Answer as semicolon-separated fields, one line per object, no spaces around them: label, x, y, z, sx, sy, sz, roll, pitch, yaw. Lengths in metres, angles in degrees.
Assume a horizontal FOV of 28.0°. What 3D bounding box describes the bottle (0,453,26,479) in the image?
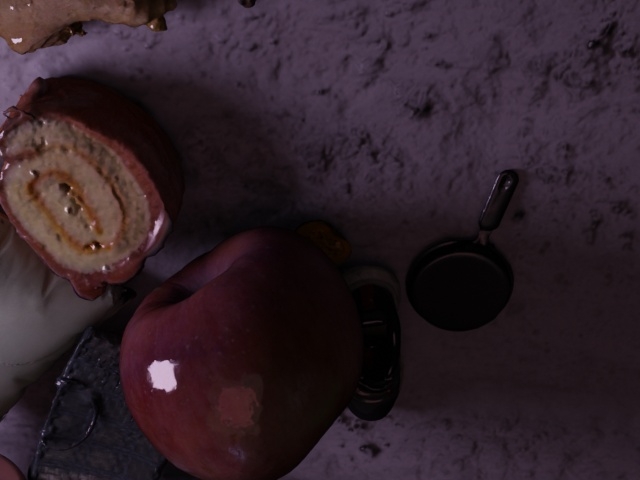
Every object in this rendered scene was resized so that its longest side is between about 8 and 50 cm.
bottle;-0.493;0.392;1.685;0.206;0.173;0.297;40;130;12

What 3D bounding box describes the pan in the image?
pan;0.190;0.018;1.586;0.136;0.028;0.235;16;118;-9

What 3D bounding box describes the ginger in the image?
ginger;-0.270;-0.276;1.397;0.213;0.074;0.137;-6;128;8

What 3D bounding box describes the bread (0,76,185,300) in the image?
bread;-0.270;-0.078;1.474;0.190;0.123;0.244;-32;114;11

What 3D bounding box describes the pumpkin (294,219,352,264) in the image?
pumpkin;0.001;-0.001;1.575;0.050;0.028;0.083;-38;121;20

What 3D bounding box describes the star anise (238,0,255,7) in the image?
star anise;-0.079;-0.338;1.364;0.197;0.073;0.212;36;115;-15

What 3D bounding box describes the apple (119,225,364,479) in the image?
apple;-0.084;0.134;1.488;0.305;0.306;0.235;-30;107;15

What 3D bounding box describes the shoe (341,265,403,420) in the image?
shoe;0.059;0.145;1.608;0.099;0.112;0.227;-2;117;-1

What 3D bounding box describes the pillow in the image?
pillow;-0.442;0.085;1.563;0.310;0.119;0.312;38;110;-24

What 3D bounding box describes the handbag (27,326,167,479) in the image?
handbag;-0.265;0.224;1.637;0.175;0.089;0.270;10;120;-27
